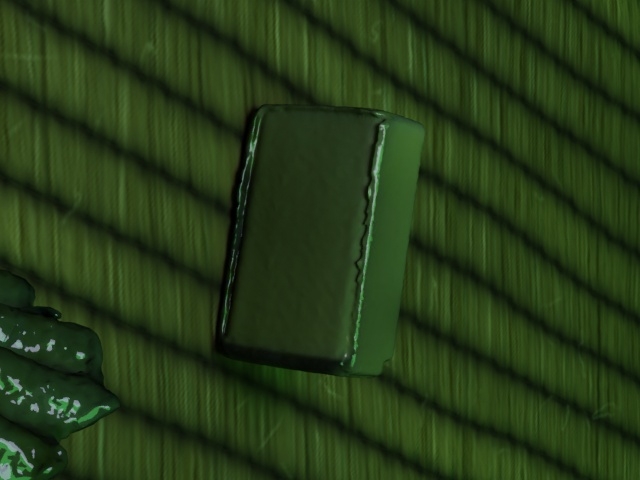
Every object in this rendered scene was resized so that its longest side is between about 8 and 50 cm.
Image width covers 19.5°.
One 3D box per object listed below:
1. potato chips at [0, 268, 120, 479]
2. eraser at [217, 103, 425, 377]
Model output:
[{"bbox_3d":[-0.249,-0.021,0.775,0.097,0.373,0.389,-44,133,5],"label":"potato chips"},{"bbox_3d":[0.000,0.000,1.219,0.058,0.117,0.172,12,84,-51],"label":"eraser"}]
